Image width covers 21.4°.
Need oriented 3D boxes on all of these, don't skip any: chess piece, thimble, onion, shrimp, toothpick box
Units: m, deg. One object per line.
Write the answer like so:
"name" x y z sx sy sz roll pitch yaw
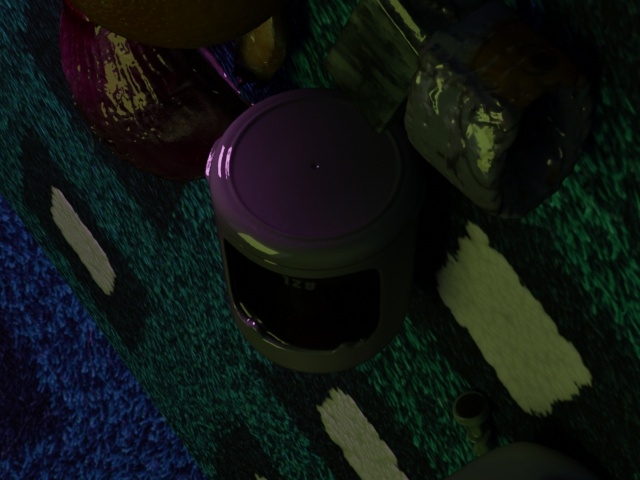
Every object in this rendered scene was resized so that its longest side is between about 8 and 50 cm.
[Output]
"chess piece" 0.178 0.212 1.915 0.042 0.042 0.093 39 161 40
"thimble" 0.141 -0.104 1.363 0.118 0.127 0.151 43 152 30
"onion" -0.214 -0.198 1.851 0.348 0.159 0.267 48 -177 -39
"shrimp" -0.073 -0.234 1.801 0.251 0.052 0.143 124 127 -68
"toothpick box" 0.000 0.000 1.772 0.229 0.229 0.316 47 160 25

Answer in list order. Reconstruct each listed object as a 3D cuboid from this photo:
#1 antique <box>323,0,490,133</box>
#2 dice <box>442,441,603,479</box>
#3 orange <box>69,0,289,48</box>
"antique" 0.078 -0.175 1.461 0.086 0.088 0.183 53 161 6
"dice" 0.209 0.409 1.801 0.304 0.277 0.304 52 162 18
"orange" -0.122 -0.297 1.483 0.274 0.274 0.274 47 159 25
